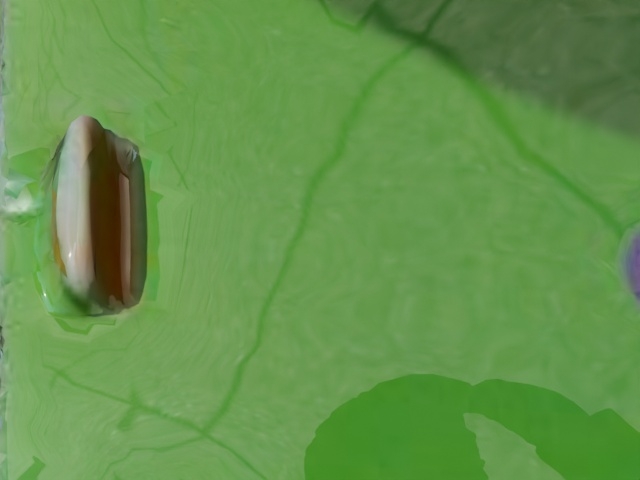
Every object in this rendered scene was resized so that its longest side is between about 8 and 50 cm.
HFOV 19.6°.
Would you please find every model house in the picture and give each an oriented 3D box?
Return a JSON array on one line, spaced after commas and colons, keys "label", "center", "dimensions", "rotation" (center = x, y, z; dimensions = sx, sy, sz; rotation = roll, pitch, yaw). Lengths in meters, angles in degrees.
[{"label": "model house", "center": [0.000, 0.000, 0.509], "dimensions": [0.313, 0.242, 0.358], "rotation": [135, 135, -59]}]
